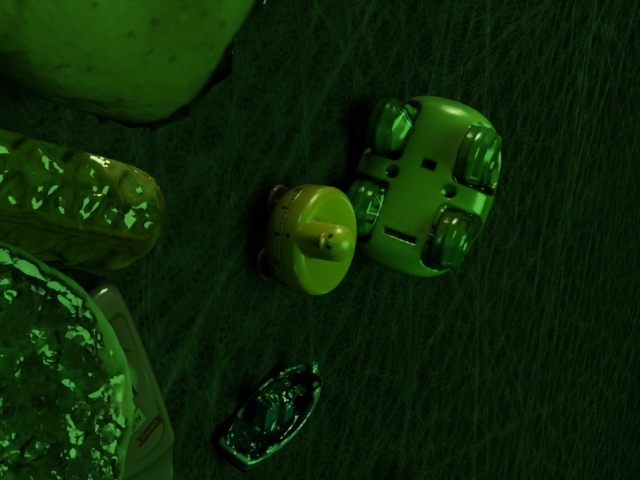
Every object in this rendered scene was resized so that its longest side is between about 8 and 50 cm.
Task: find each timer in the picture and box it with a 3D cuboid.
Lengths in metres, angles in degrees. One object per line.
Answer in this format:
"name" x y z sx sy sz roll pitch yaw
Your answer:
"timer" 0.000 0.000 0.957 0.107 0.109 0.107 -22 116 -54

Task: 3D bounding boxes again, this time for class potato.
"potato" -0.152 -0.211 0.581 0.242 0.242 0.285 -1 114 -57

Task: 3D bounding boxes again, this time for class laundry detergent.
"laundry detergent" -0.188 0.157 0.745 0.171 0.076 0.237 -42 134 -38

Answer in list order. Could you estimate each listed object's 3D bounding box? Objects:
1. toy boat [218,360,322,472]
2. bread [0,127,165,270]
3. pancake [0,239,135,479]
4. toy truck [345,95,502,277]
"toy boat" -0.044 0.165 0.977 0.137 0.060 0.061 -38 150 -42
"bread" -0.228 -0.036 0.625 0.367 0.077 0.084 14 85 -58
"pancake" -0.229 0.111 0.612 0.254 0.037 0.253 -7 106 -27
"toy truck" 0.113 -0.043 1.108 0.210 0.148 0.187 75 37 -67
